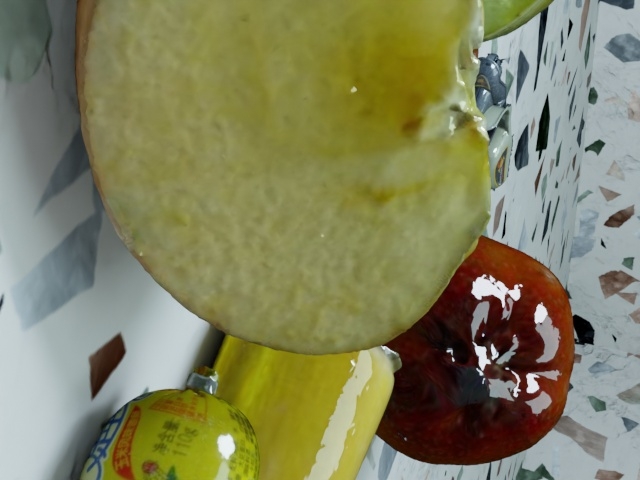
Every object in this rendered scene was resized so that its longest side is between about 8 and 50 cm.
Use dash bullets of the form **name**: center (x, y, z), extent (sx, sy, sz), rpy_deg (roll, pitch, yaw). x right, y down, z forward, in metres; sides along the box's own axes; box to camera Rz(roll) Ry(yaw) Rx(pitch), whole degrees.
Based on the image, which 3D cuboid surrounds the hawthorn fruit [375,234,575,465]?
- **hawthorn fruit**: center (0.179, 0.126, 1.333), extent (0.311, 0.295, 0.295), rpy_deg (-48, 145, -62)

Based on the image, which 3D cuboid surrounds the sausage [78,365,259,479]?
- **sausage**: center (-0.130, 0.248, 0.724), extent (0.123, 0.123, 0.347), rpy_deg (58, 45, -64)

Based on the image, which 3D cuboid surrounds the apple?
- **apple**: center (-0.003, -0.098, 0.693), extent (0.314, 0.252, 0.309), rpy_deg (-51, 151, -40)

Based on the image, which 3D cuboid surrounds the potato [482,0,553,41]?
- **potato**: center (0.243, -0.399, 1.260), extent (0.280, 0.212, 0.330), rpy_deg (-48, 137, -66)

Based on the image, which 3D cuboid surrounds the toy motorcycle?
- **toy motorcycle**: center (0.230, -0.148, 1.600), extent (0.263, 0.091, 0.157), rpy_deg (85, 29, -45)

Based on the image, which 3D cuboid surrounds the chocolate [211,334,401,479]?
- **chocolate**: center (-0.088, 0.262, 0.861), extent (0.162, 0.162, 0.445), rpy_deg (70, 40, -57)
